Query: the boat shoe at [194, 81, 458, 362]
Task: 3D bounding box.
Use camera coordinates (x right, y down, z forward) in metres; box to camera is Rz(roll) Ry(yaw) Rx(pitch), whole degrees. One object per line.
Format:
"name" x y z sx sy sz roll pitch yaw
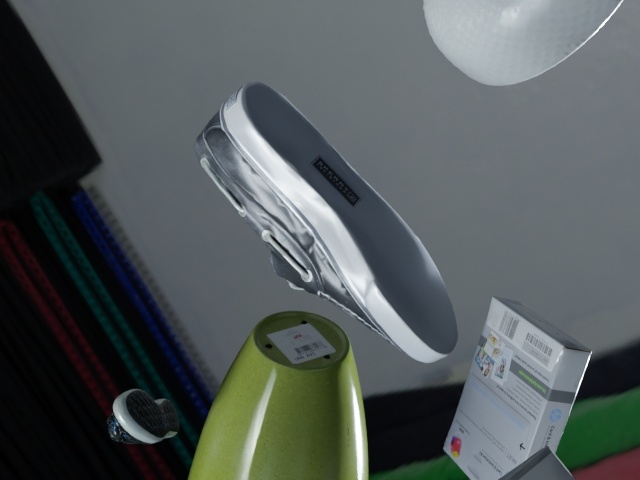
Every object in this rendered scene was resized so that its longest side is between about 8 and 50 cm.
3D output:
"boat shoe" 0.000 0.000 0.875 0.102 0.301 0.108 -40 -177 34

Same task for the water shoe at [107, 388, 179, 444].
"water shoe" -0.254 0.254 1.311 0.080 0.072 0.203 -22 163 3

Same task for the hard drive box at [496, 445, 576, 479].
"hard drive box" 0.115 0.275 0.618 0.232 0.181 0.089 -27 161 -33

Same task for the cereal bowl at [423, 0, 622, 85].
"cereal bowl" 0.249 -0.376 1.222 0.339 0.141 0.338 -37 -141 38

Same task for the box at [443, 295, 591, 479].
"box" 0.199 0.170 1.000 0.038 0.186 0.145 12 -169 -22

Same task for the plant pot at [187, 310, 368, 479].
"plant pot" -0.044 0.258 1.386 0.275 0.293 0.274 7 -149 -4
